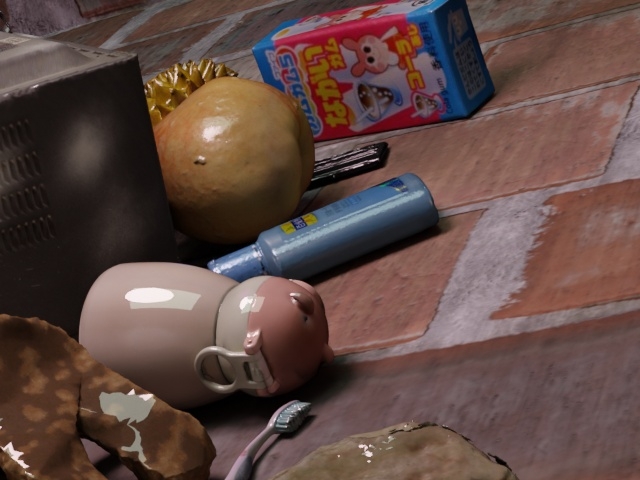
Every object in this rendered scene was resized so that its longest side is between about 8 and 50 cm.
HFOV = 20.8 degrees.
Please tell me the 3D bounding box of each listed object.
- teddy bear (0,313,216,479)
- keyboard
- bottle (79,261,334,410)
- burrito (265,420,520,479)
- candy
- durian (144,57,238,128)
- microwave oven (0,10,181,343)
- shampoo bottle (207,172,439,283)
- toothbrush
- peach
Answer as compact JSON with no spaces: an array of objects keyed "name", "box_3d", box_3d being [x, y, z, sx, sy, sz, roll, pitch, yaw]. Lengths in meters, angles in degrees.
[{"name":"teddy bear","box_3d":[-0.270,0.198,1.586,0.296,0.222,0.246,42,45,20]},{"name":"keyboard","box_3d":[-0.033,-0.080,2.271,0.250,0.017,0.087,-15,18,14]},{"name":"bottle","box_3d":[-0.100,0.092,1.685,0.236,0.147,0.147,-2,25,26]},{"name":"burrito","box_3d":[-0.025,0.231,1.287,0.348,0.107,0.175,-24,6,-16]},{"name":"candy","box_3d":[0.068,-0.233,2.369,0.306,0.157,0.100,-6,24,36]},{"name":"durian","box_3d":[-0.254,-0.127,2.260,0.191,0.112,0.341,-15,-25,-51]},{"name":"microwave oven","box_3d":[-0.380,-0.071,2.044,0.236,0.374,0.432,-20,20,-29]},{"name":"shampoo bottle","box_3d":[0.000,0.000,1.947,0.258,0.061,0.104,-23,18,-5]},{"name":"toothbrush","box_3d":[-0.080,0.211,1.510,0.027,0.021,0.269,-13,20,37]},{"name":"peach","box_3d":[-0.123,-0.098,2.118,0.232,0.232,0.232,-18,19,7]}]
